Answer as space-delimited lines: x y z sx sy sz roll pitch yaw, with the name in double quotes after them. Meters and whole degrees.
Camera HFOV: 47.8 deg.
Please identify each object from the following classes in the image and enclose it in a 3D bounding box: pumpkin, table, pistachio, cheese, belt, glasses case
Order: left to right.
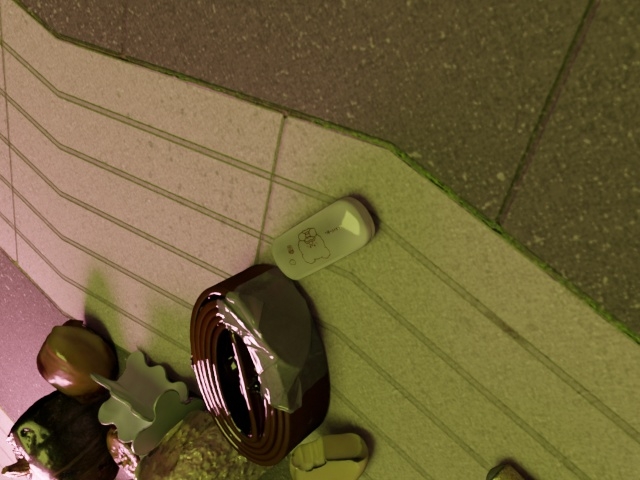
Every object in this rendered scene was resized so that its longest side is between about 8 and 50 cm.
-0.590 0.505 1.657 0.232 0.242 0.325 47 149 18 "pumpkin"
-0.525 0.266 1.569 0.165 0.130 0.210 -12 114 3 "pistachio"
-0.356 0.325 1.438 0.198 0.166 0.167 23 127 39 "table"
-0.100 0.202 1.170 0.217 0.122 0.339 14 122 36 "belt"
0.000 0.000 1.023 0.193 0.049 0.074 -29 94 46 "glasses case"
0.004 0.408 1.221 0.255 0.127 0.050 100 165 -46 "cheese"

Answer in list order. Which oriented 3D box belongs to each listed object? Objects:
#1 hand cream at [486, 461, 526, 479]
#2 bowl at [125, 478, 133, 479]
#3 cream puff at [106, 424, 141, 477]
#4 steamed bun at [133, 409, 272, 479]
0.305 0.385 0.968 0.203 0.084 0.084 44 134 22 "hand cream"
-0.314 0.586 1.459 0.434 0.435 0.196 14 80 34 "bowl"
-0.405 0.458 1.594 0.149 0.084 0.149 24 131 31 "cream puff"
-0.230 0.415 1.321 0.200 0.225 0.170 -26 95 46 "steamed bun"
